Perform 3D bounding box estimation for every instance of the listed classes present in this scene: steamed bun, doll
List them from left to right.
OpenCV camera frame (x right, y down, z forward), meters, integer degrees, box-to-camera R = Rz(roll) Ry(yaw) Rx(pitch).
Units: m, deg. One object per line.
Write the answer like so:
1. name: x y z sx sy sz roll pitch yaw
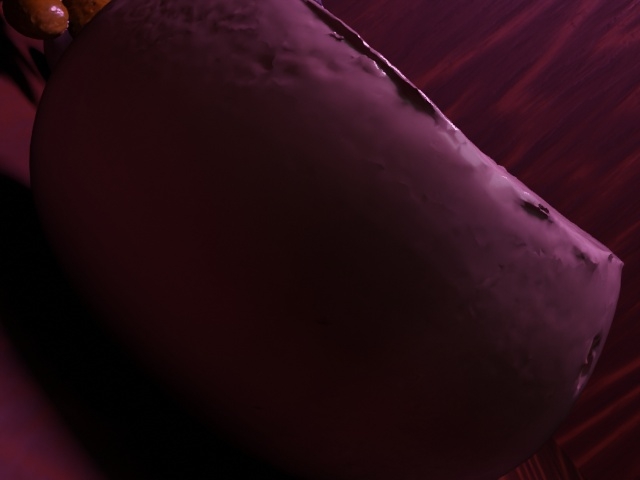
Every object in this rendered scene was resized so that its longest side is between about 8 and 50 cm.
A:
1. doll: -0.199 -0.204 1.068 0.209 0.137 0.097 49 -39 47
2. steamed bun: -0.008 0.002 0.781 0.324 0.206 0.324 40 6 -5

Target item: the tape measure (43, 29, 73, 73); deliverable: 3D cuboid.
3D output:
1. tape measure: -0.091 -0.087 1.189 0.265 0.130 0.258 55 5 37

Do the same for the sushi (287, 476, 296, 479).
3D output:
1. sushi: 0.045 0.190 0.810 0.192 0.050 0.215 33 5 -11

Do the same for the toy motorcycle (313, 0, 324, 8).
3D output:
1. toy motorcycle: -0.062 -0.146 1.411 0.091 0.157 0.263 -81 164 -81
